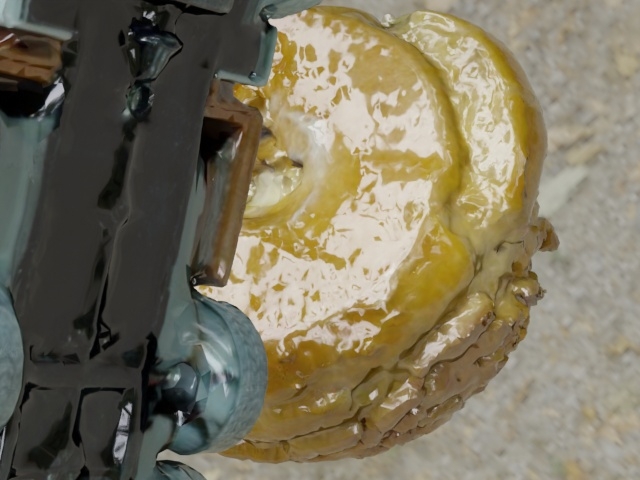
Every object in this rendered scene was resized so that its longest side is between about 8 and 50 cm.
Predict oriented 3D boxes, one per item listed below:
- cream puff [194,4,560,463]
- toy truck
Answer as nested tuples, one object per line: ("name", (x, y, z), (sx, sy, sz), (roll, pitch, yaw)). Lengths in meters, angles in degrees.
("cream puff", (0.000, 0.000, 1.253), (0.343, 0.231, 0.327), (-37, 55, -4))
("toy truck", (-0.113, -0.033, 0.577), (0.184, 0.133, 0.338), (14, 94, 36))
